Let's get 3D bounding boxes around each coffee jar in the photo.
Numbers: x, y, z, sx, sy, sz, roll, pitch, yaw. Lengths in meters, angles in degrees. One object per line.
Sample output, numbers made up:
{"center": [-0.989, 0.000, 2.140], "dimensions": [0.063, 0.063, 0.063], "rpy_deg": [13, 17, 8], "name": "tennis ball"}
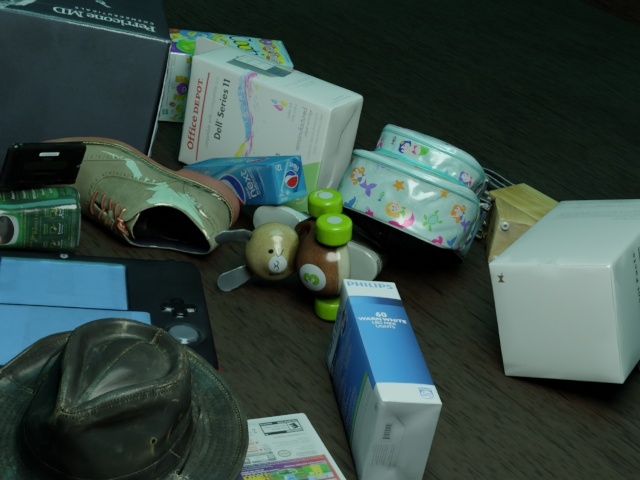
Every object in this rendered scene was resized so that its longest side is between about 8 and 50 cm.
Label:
{"center": [-0.442, -0.030, 1.588], "dimensions": [0.185, 0.096, 0.079], "rpy_deg": [0, 24, -21], "name": "coffee jar"}

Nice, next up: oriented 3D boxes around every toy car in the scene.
{"center": [-0.056, 0.024, 1.592], "dimensions": [0.189, 0.155, 0.149], "rpy_deg": [-4, 30, -8], "name": "toy car"}

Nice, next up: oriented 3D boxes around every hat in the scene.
{"center": [-0.224, 0.175, 1.183], "dimensions": [0.332, 0.134, 0.331], "rpy_deg": [10, 41, -9], "name": "hat"}

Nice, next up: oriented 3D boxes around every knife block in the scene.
{"center": [0.355, -0.041, 1.917], "dimensions": [0.276, 0.088, 0.242], "rpy_deg": [11, 29, -1], "name": "knife block"}

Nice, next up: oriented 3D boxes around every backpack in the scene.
{"center": [0.142, -0.068, 1.699], "dimensions": [0.225, 0.191, 0.253], "rpy_deg": [24, 6, 17], "name": "backpack"}

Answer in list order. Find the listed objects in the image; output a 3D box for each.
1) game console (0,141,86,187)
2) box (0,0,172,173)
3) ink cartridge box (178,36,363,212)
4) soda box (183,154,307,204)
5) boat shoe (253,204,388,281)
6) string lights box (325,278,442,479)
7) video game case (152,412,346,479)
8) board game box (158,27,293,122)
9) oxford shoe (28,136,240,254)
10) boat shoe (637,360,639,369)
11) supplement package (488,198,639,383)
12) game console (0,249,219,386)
{"center": [-0.417, -0.114, 1.595], "dimensions": [0.122, 0.107, 0.071], "rpy_deg": [-7, 44, -43], "name": "game console"}
{"center": [-0.526, -0.335, 1.875], "dimensions": [0.480, 0.297, 0.471], "rpy_deg": [8, 30, -18], "name": "box"}
{"center": [-0.120, -0.203, 1.909], "dimensions": [0.354, 0.207, 0.119], "rpy_deg": [24, 29, 24], "name": "ink cartridge box"}
{"center": [-0.123, -0.097, 1.778], "dimensions": [0.210, 0.067, 0.071], "rpy_deg": [1, 16, 43], "name": "soda box"}
{"center": [0.000, 0.000, 1.731], "dimensions": [0.219, 0.077, 0.070], "rpy_deg": [26, 30, 12], "name": "boat shoe"}
{"center": [0.071, 0.172, 1.373], "dimensions": [0.077, 0.133, 0.259], "rpy_deg": [4, 29, -12], "name": "string lights box"}
{"center": [-0.074, 0.271, 1.256], "dimensions": [0.201, 0.023, 0.183], "rpy_deg": [-2, 31, -26], "name": "video game case"}
{"center": [-0.209, -0.315, 2.148], "dimensions": [0.275, 0.144, 0.142], "rpy_deg": [4, 29, -15], "name": "board game box"}
{"center": [-0.303, -0.067, 1.687], "dimensions": [0.348, 0.123, 0.130], "rpy_deg": [13, 34, 4], "name": "oxford shoe"}
{"center": [0.508, 0.180, 1.610], "dimensions": [0.153, 0.056, 0.048], "rpy_deg": [24, 25, 7], "name": "boat shoe"}
{"center": [0.388, 0.065, 1.596], "dimensions": [0.178, 0.175, 0.293], "rpy_deg": [0, 19, 34], "name": "supplement package"}
{"center": [-0.335, 0.102, 1.429], "dimensions": [0.387, 0.060, 0.342], "rpy_deg": [5, 29, -14], "name": "game console"}
